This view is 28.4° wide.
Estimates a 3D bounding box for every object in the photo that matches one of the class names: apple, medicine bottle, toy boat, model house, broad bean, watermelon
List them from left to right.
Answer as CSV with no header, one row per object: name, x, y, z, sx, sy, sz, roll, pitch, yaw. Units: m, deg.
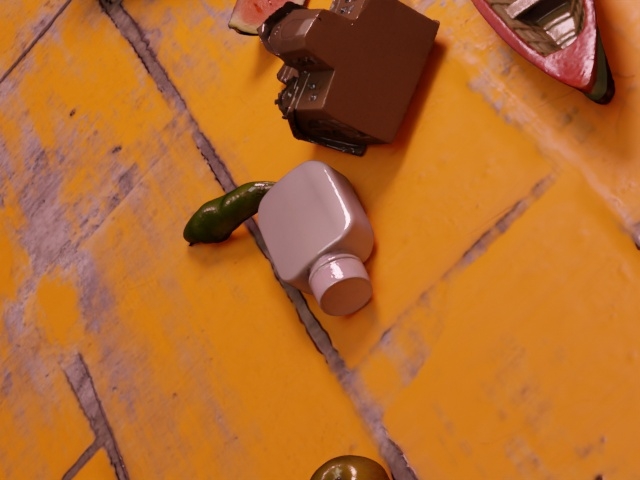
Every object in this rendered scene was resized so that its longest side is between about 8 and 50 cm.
broad bean,-0.112,-0.035,1.587,0.195,0.061,0.046,-22,53,31
watermelon,-0.068,-0.336,1.710,0.163,0.087,0.069,-70,14,-13
model house,-0.010,-0.216,1.546,0.248,0.176,0.181,3,70,60
medicine bottle,0.000,0.000,1.465,0.119,0.069,0.183,-40,46,17
apple,0.030,0.262,1.295,0.089,0.074,0.089,-15,45,15
toy boat,0.235,-0.289,1.400,0.136,0.079,0.392,-35,51,20
